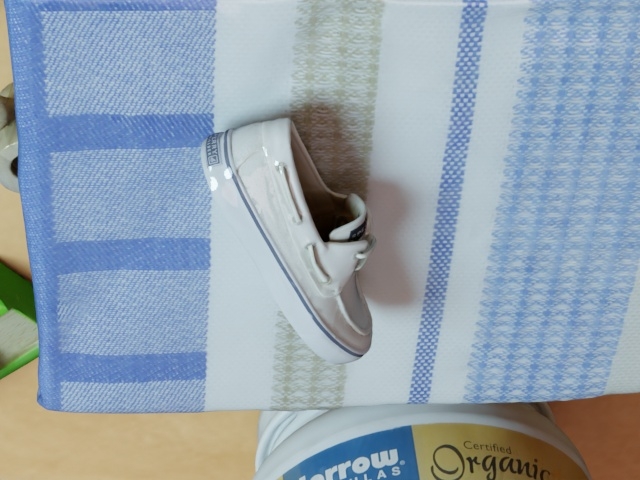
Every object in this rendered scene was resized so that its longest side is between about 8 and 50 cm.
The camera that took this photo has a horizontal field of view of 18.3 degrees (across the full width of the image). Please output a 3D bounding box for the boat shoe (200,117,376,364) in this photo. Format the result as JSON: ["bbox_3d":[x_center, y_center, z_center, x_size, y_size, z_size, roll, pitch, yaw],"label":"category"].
[{"bbox_3d":[0.000,0.000,0.611,0.035,0.035,0.100,-19,129,16],"label":"boat shoe"}]

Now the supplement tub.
[{"bbox_3d":[0.043,0.148,0.758,0.144,0.200,0.144,-4,138,-4],"label":"supplement tub"}]

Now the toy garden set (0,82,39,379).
[{"bbox_3d":[-0.173,-0.014,0.665,0.204,0.049,0.244,-31,132,24],"label":"toy garden set"}]

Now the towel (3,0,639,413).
[{"bbox_3d":[0.045,-0.020,0.644,0.285,0.034,0.209,-2,135,-5],"label":"towel"}]
